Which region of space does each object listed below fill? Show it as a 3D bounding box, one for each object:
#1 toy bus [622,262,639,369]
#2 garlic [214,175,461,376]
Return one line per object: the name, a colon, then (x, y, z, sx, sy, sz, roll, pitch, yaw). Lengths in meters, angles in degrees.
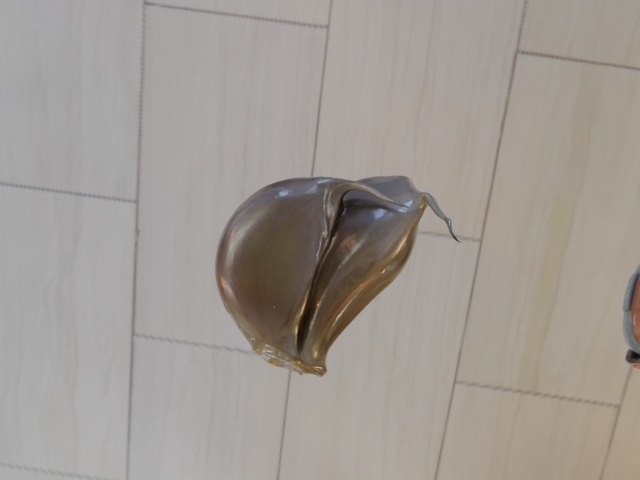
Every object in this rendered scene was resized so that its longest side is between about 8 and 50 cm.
toy bus: (0.597, 0.112, 1.322, 0.288, 0.232, 0.194, 20, 74, -5)
garlic: (0.000, 0.000, 1.305, 0.231, 0.246, 0.340, 33, 116, -24)
